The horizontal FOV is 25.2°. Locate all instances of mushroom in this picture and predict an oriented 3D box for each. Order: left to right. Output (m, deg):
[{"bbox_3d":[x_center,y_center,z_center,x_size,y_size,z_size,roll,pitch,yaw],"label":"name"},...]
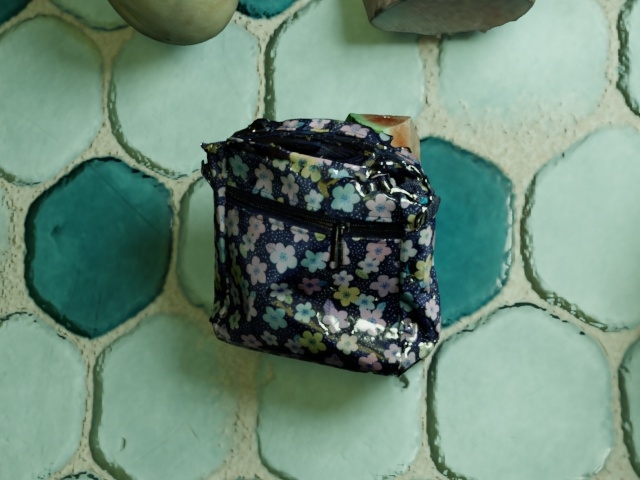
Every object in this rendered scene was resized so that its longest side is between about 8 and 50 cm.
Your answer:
[{"bbox_3d":[-0.125,-0.296,1.335,0.206,0.206,0.209,27,48,23],"label":"mushroom"}]

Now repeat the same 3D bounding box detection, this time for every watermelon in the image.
[{"bbox_3d":[0.054,-0.070,1.286,0.092,0.072,0.084,6,94,60],"label":"watermelon"}]

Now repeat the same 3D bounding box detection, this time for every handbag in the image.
[{"bbox_3d":[0.000,0.000,1.227,0.228,0.127,0.208,12,113,25],"label":"handbag"}]

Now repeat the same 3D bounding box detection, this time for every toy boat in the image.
[{"bbox_3d":[0.125,-0.324,1.296,0.206,0.096,0.282,-5,68,34],"label":"toy boat"}]
